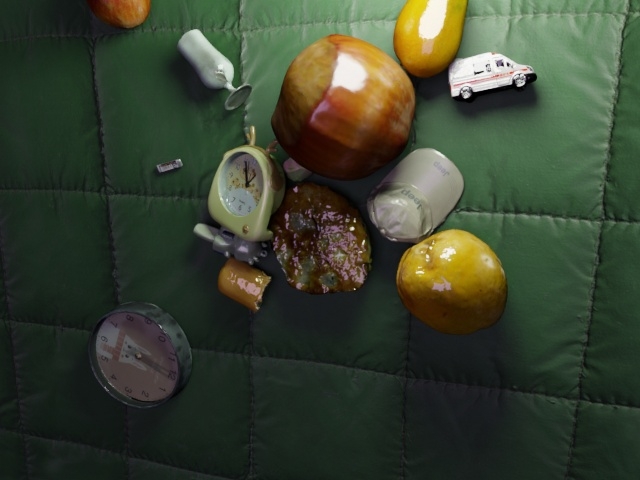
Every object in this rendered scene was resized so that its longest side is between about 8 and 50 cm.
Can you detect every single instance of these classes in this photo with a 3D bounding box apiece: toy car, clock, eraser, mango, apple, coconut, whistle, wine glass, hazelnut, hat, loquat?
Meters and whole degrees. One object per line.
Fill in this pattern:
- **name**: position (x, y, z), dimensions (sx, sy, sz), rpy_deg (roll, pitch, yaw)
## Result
- **toy car**: position (0.426, -0.416, 1.345), dimensions (0.210, 0.089, 0.108), rpy_deg (-7, 93, 22)
- **clock**: position (-0.199, -0.166, 1.561), dimensions (0.235, 0.096, 0.307), rpy_deg (33, 112, 33)
- **eraser**: position (-0.479, -0.237, 1.706), dimensions (0.100, 0.019, 0.027), rpy_deg (-13, 112, 20)
- **clock**: position (-0.634, 0.403, 1.872), dimensions (0.387, 0.076, 0.385), rpy_deg (4, 104, 17)
- **mango**: position (0.270, -0.533, 1.336), dimensions (0.176, 0.139, 0.254), rpy_deg (12, 88, 29)
- **apple**: position (-0.601, -0.719, 1.574), dimensions (0.195, 0.160, 0.173), rpy_deg (27, 131, 17)
- **coconut**: position (-0.066, -0.209, 1.553), dimensions (0.083, 0.082, 0.081), rpy_deg (7, 80, -26)
- **whistle**: position (-0.276, 0.004, 1.657), dimensions (0.245, 0.092, 0.110), rpy_deg (19, 64, 9)
- **wine glass**: position (-0.309, -0.493, 1.549), dimensions (0.103, 0.103, 0.231), rpy_deg (-44, 85, 21)
- **hazelnut**: position (0.057, -0.325, 1.372), dimensions (0.366, 0.366, 0.365), rpy_deg (4, 104, 17)
- **hat**: position (0.252, -0.119, 1.449), dimensions (0.214, 0.149, 0.244), rpy_deg (38, 121, 6)
- **loquat**: position (0.344, 0.116, 1.404), dimensions (0.276, 0.276, 0.283), rpy_deg (-25, 101, 21)

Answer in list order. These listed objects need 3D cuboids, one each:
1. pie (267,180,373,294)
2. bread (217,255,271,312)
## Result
- **pie**: position (0.000, 0.000, 1.566), dimensions (0.289, 0.103, 0.354), rpy_deg (-28, 86, 21)
- **bread**: position (-0.243, 0.137, 1.683), dimensions (0.173, 0.085, 0.134), rpy_deg (25, 108, 10)
